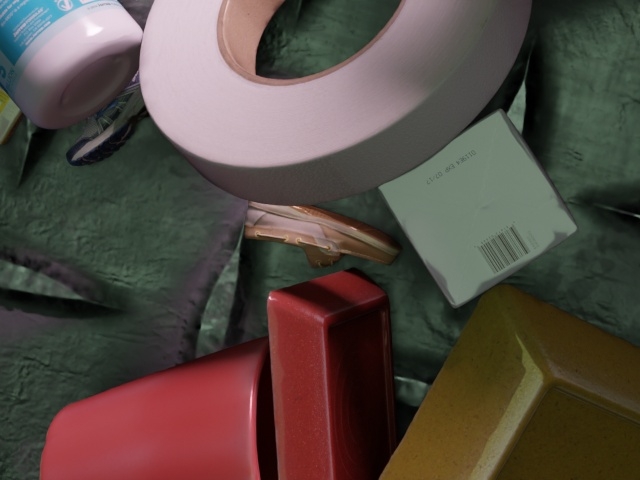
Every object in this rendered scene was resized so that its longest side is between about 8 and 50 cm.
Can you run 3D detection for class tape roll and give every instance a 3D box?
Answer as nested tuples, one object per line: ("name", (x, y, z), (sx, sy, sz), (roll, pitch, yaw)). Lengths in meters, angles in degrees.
("tape roll", (0.008, -0.213, 1.505), (0.392, 0.072, 0.392), (-15, 54, 21))

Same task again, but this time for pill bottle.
("pill bottle", (-0.307, -0.250, 1.601), (0.146, 0.146, 0.264), (-43, 75, 7))

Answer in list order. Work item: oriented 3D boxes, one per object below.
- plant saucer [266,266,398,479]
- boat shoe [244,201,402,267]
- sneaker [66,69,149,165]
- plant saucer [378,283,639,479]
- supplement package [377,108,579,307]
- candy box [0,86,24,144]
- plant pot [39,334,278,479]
("plant saucer", (0.023, 0.164, 1.543), (0.048, 0.259, 0.258), (-3, 93, 21))
("boat shoe", (0.000, 0.000, 1.640), (0.170, 0.063, 0.059), (19, 98, 14))
("sneaker", (-0.221, -0.134, 1.664), (0.135, 0.052, 0.058), (-43, 78, 0))
("plant saucer", (0.218, 0.246, 1.524), (0.333, 0.081, 0.332), (24, 97, -35))
("supplement package", (0.155, -0.035, 1.525), (0.139, 0.244, 0.134), (-33, 89, 8))
("candy box", (-0.394, -0.201, 1.685), (0.206, 0.027, 0.105), (35, 94, 3))
("plant pot", (-0.129, 0.244, 1.579), (0.243, 0.275, 0.275), (-11, 92, 16))
